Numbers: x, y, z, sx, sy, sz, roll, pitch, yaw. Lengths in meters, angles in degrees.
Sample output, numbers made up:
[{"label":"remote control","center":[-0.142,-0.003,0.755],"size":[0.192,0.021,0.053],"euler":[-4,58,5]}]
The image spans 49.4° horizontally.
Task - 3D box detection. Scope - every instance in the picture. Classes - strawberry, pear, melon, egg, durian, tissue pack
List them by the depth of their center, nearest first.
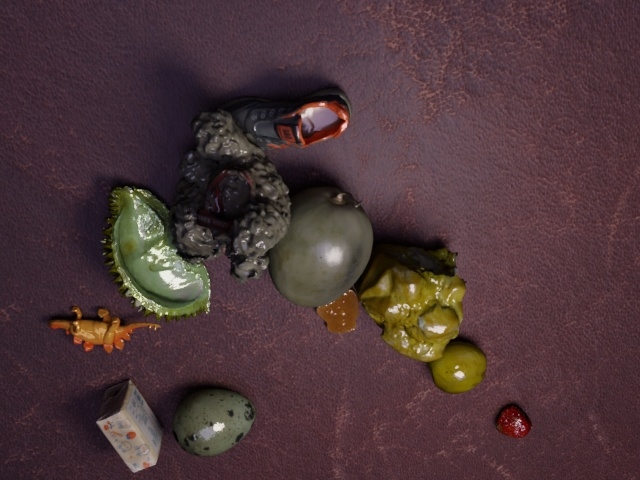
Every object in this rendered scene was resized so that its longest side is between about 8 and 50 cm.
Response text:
[{"label":"melon","center":[-0.006,0.013,1.657],"size":[0.271,0.272,0.308],"euler":[24,99,-16]},{"label":"durian","center":[-0.407,0.047,1.680],"size":[0.198,0.163,0.394],"euler":[-23,108,0]},{"label":"tissue pack","center":[-0.506,0.496,1.863],"size":[0.092,0.148,0.196],"euler":[-24,114,6]},{"label":"egg","center":[-0.284,0.484,1.872],"size":[0.228,0.177,0.177],"euler":[-14,115,-18]},{"label":"pear","center":[0.375,0.347,1.907],"size":[0.162,0.149,0.149],"euler":[-6,114,3]},{"label":"strawberry","center":[0.565,0.535,2.040],"size":[0.106,0.106,0.106],"euler":[-3,114,-6]}]

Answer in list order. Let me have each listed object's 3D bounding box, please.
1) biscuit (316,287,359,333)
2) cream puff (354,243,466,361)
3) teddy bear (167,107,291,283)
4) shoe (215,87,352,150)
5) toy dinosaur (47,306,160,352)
[{"label":"biscuit","center":[0.046,0.185,1.863],"size":[0.118,0.023,0.140],"euler":[5,113,-9]},{"label":"cream puff","center":[0.214,0.154,1.727],"size":[0.269,0.323,0.274],"euler":[3,104,6]},{"label":"teddy bear","center":[-0.236,-0.058,1.559],"size":[0.367,0.224,0.357],"euler":[-34,70,33]},{"label":"shoe","center":[-0.083,-0.255,1.575],"size":[0.336,0.171,0.132],"euler":[-9,115,-3]},{"label":"toy dinosaur","center":[-0.554,0.237,1.790],"size":[0.288,0.070,0.117],"euler":[4,124,-5]}]
